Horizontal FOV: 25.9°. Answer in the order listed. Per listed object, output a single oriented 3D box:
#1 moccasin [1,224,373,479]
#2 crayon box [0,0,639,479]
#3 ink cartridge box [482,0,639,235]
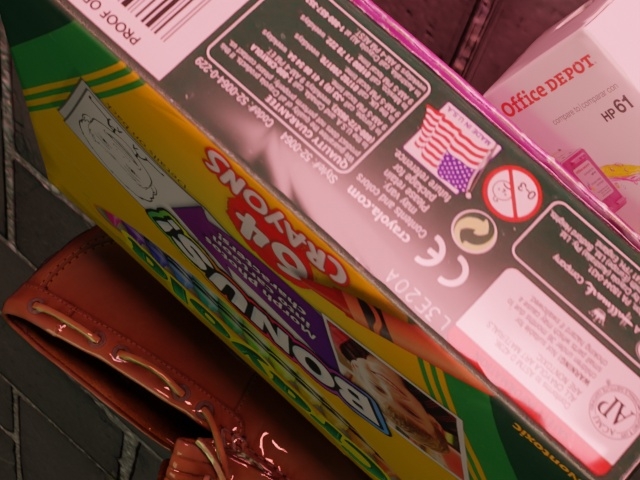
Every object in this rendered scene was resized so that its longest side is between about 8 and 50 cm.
[{"bbox_3d":[-0.081,0.155,1.047,0.380,0.147,0.139,47,152,0],"label":"moccasin"},{"bbox_3d":[0.000,0.000,0.729,0.363,0.106,0.313,42,163,9],"label":"crayon box"},{"bbox_3d":[0.140,-0.044,0.596,0.122,0.052,0.088,50,153,-4],"label":"ink cartridge box"}]
